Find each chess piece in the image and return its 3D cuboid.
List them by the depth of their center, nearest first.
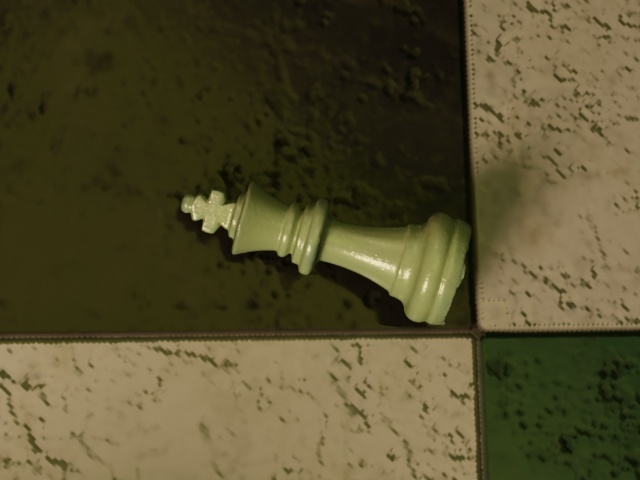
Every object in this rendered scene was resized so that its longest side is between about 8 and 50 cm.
[{"bbox_3d":[0.000,0.000,0.848,0.149,0.059,0.059,14,80,0],"label":"chess piece"}]
